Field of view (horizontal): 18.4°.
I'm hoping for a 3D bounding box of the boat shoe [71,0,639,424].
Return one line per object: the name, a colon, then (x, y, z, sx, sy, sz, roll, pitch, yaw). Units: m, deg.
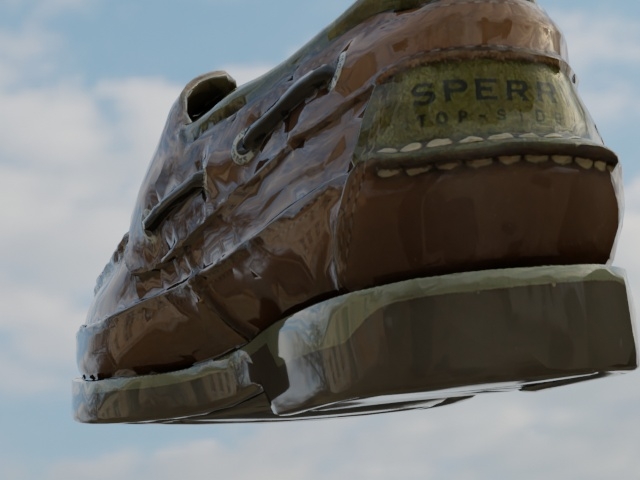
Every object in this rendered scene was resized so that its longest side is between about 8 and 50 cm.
boat shoe: (0.000, 0.000, 0.588, 0.111, 0.104, 0.307, -3, -7, -25)
